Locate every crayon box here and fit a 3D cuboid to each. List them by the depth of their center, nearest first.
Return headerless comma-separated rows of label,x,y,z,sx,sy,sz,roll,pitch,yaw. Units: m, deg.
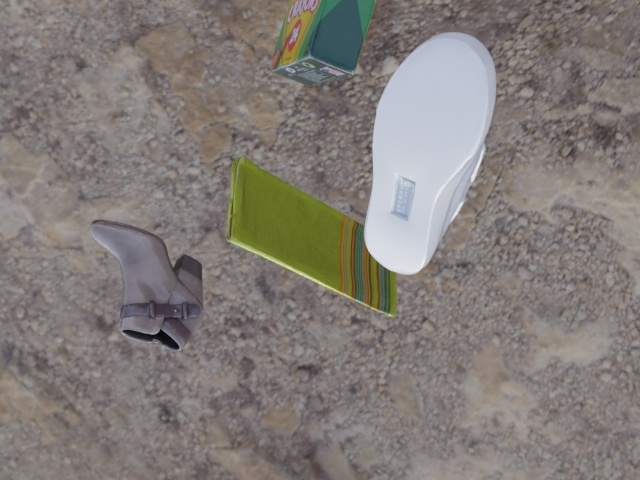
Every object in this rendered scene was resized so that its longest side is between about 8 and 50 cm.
crayon box,0.027,-0.408,1.188,0.081,0.202,0.318,17,89,-20

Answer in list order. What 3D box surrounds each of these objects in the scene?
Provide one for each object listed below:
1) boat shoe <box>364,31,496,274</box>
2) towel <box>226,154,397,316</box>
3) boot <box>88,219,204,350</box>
boat shoe,0.074,-0.055,0.489,0.066,0.063,0.184,24,139,21
towel,0.000,0.000,0.823,0.237,0.102,0.021,27,138,-37
boot,-0.153,0.041,0.662,0.119,0.087,0.042,23,145,-15
